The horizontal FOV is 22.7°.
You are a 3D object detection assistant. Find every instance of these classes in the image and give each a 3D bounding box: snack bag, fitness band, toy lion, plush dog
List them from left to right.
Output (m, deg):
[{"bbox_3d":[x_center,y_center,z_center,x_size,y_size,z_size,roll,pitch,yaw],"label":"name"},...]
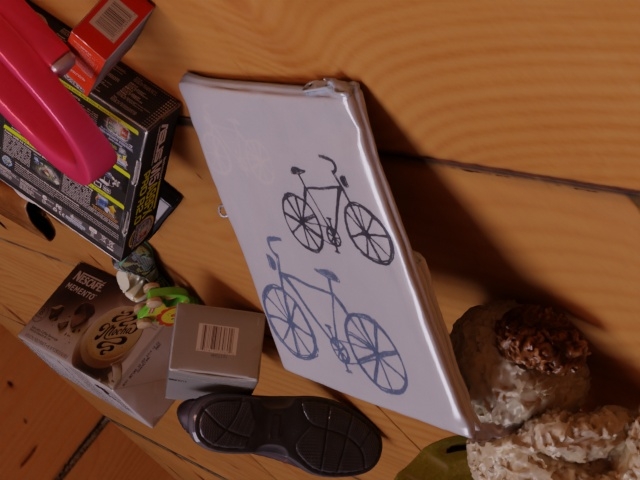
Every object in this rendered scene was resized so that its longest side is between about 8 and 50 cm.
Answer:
[{"bbox_3d":[-0.298,-0.176,1.519,0.291,0.054,0.209,47,165,9],"label":"fitness band"},{"bbox_3d":[-0.216,0.096,2.299,0.100,0.096,0.034,121,141,-53],"label":"toy lion"},{"bbox_3d":[0.000,0.000,1.446,0.323,0.037,0.342,13,128,59],"label":"snack bag"},{"bbox_3d":[0.187,0.161,1.447,0.225,0.210,0.262,66,160,0],"label":"plush dog"}]

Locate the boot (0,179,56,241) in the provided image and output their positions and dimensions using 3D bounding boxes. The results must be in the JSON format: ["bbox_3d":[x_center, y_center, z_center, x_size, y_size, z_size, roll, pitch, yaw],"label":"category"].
[{"bbox_3d":[-0.533,-0.083,2.526,0.280,0.096,0.264,27,155,11],"label":"boot"}]

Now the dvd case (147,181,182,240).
[{"bbox_3d":[-0.266,-0.080,2.003,0.180,0.022,0.253,39,164,-5],"label":"dvd case"}]

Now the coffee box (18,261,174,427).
[{"bbox_3d":[-0.330,0.163,2.560,0.297,0.168,0.119,21,157,48],"label":"coffee box"}]

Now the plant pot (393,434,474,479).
[{"bbox_3d":[0.193,0.377,1.910,0.276,0.276,0.254,25,149,39],"label":"plant pot"}]

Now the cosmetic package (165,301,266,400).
[{"bbox_3d":[-0.149,0.162,2.213,0.127,0.107,0.238,7,162,-4],"label":"cosmetic package"}]

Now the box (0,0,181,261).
[{"bbox_3d":[-0.285,-0.129,1.692,0.270,0.060,0.216,33,139,13],"label":"box"}]

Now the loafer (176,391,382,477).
[{"bbox_3d":[-0.058,0.260,2.225,0.302,0.109,0.095,14,178,-28],"label":"loafer"}]

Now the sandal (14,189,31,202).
[{"bbox_3d":[-0.341,-0.072,2.004,0.102,0.076,0.265,34,164,12],"label":"sandal"}]

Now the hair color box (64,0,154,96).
[{"bbox_3d":[-0.201,-0.186,1.472,0.043,0.072,0.141,41,163,-6],"label":"hair color box"}]

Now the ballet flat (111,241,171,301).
[{"bbox_3d":[-0.263,0.053,2.295,0.070,0.070,0.188,32,163,21],"label":"ballet flat"}]
